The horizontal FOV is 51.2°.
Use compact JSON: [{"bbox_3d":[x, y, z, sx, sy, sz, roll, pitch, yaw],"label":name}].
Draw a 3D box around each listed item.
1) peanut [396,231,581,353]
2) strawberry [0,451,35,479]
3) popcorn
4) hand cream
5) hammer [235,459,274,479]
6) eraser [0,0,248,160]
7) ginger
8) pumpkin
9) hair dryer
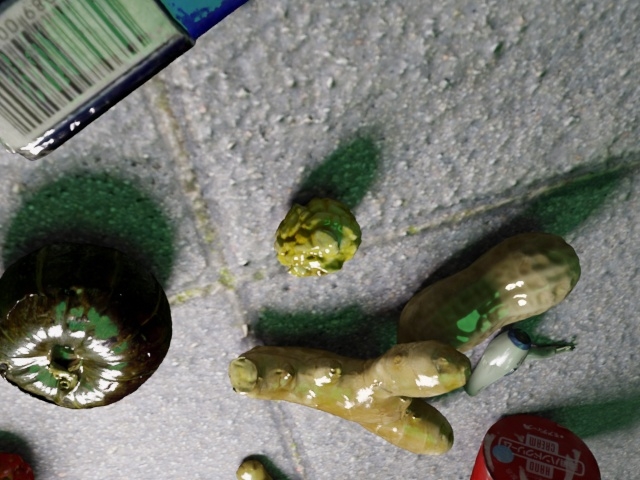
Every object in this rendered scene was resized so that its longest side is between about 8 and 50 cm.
[{"bbox_3d":[0.243,0.087,1.007,0.298,0.120,0.136,-31,170,14],"label":"peanut"},{"bbox_3d":[-0.510,0.420,1.035,0.233,0.178,0.234,6,162,2],"label":"strawberry"},{"bbox_3d":[0.000,0.000,0.883,0.120,0.116,0.106,-45,142,19],"label":"popcorn"},{"bbox_3d":[0.400,0.462,1.268,0.230,0.230,0.150,-4,125,-12],"label":"hand cream"},{"bbox_3d":[-0.066,0.516,1.273,0.201,0.113,0.306,-28,120,2],"label":"hammer"},{"bbox_3d":[-0.221,-0.229,0.661,0.332,0.102,0.155,-34,126,10],"label":"eraser"},{"bbox_3d":[0.052,0.242,1.071,0.347,0.122,0.363,7,156,11],"label":"ginger"},{"bbox_3d":[-0.306,0.115,0.858,0.237,0.159,0.238,-6,132,-7],"label":"pumpkin"},{"bbox_3d":[0.346,0.223,1.197,0.199,0.068,0.167,13,132,-41],"label":"hair dryer"}]
